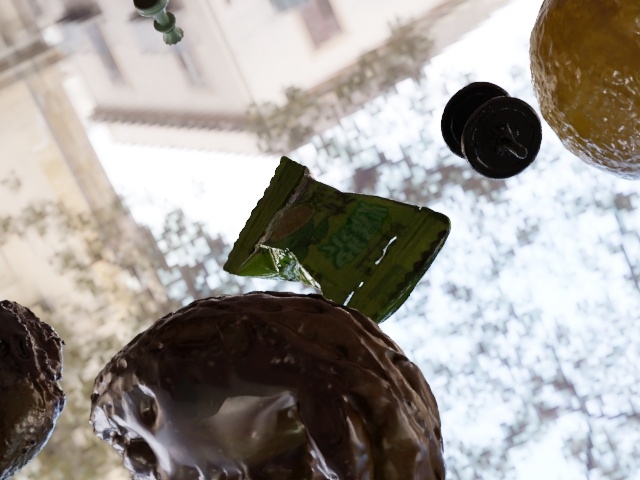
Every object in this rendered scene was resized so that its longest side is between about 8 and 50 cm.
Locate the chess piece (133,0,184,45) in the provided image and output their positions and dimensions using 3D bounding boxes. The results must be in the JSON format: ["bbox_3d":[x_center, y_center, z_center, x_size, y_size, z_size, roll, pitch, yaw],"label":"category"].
[{"bbox_3d":[-0.188,-0.265,1.876,0.042,0.093,0.042,-8,-120,15],"label":"chess piece"}]

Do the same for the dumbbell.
[{"bbox_3d":[0.139,-0.090,1.281,0.069,0.069,0.147,-26,-157,-4],"label":"dumbbell"}]

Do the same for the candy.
[{"bbox_3d":[0.000,0.000,1.530,0.246,0.069,0.149,19,-112,50],"label":"candy"}]

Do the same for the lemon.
[{"bbox_3d":[0.194,-0.109,0.925,0.142,0.142,0.187,-26,160,-3],"label":"lemon"}]

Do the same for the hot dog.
[{"bbox_3d":[-0.044,0.173,1.169,0.174,0.267,0.387,-34,176,-24],"label":"hot dog"}]

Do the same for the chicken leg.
[{"bbox_3d":[-0.336,0.175,1.538,0.177,0.083,0.322,-35,-147,14],"label":"chicken leg"}]
